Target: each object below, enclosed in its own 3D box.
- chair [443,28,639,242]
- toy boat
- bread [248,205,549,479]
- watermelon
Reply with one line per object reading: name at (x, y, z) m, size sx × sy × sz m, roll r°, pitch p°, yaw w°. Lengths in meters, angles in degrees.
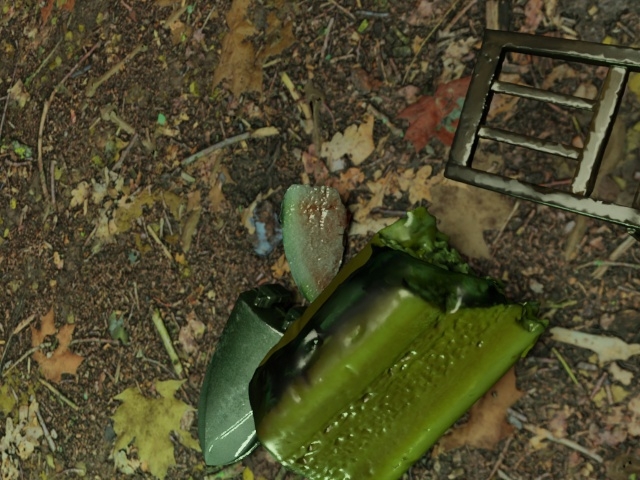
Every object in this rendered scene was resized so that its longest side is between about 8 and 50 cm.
chair at (0.385, -0.083, 0.851) m, size 0.416 × 0.240 × 0.203 m, roll 20°, pitch 95°, yaw 35°
toy boat at (-0.113, 0.224, 1.205) m, size 0.141 × 0.092 × 0.319 m, roll 36°, pitch 111°, yaw 28°
bread at (0.078, 0.151, 1.014) m, size 0.376 × 0.251 × 0.208 m, roll -51°, pitch 19°, yaw 18°
watermelon at (-0.009, 0.002, 1.176) m, size 0.094 × 0.081 × 0.180 m, roll 12°, pitch 108°, yaw 16°
